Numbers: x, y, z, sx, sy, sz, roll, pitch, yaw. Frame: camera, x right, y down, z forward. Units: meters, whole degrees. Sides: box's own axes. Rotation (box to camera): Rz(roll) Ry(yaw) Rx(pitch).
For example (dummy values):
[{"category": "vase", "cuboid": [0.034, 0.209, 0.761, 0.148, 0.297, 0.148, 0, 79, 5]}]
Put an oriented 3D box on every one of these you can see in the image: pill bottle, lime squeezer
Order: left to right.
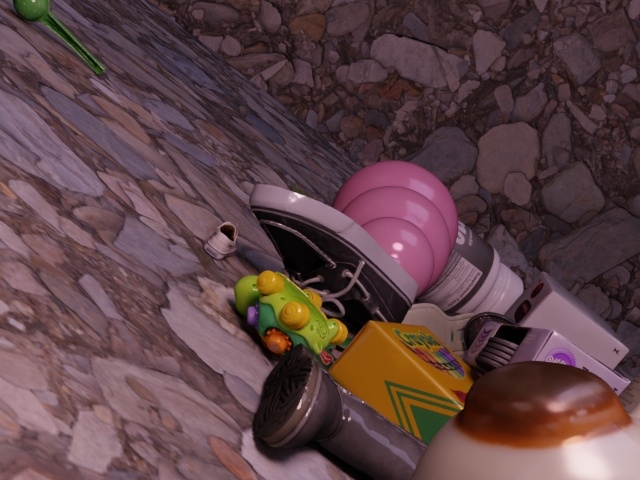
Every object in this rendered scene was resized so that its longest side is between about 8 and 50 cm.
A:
[{"category": "lime squeezer", "cuboid": [-0.439, -0.350, 1.497, 0.310, 0.059, 0.110, 30, 14, -48]}, {"category": "pill bottle", "cuboid": [0.217, 0.040, 1.841, 0.283, 0.161, 0.161, 36, 10, -17]}]

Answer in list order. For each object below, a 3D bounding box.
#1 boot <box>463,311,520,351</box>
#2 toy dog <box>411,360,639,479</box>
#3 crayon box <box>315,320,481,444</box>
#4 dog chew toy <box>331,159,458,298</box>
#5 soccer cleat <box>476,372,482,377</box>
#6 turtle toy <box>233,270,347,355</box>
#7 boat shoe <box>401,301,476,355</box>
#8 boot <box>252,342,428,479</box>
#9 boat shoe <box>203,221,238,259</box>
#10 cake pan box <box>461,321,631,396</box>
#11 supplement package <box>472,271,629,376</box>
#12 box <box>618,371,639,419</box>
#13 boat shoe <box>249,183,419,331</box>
[{"category": "boot", "cuboid": [0.293, 0.228, 1.419, 0.263, 0.091, 0.229, 54, 11, -3]}, {"category": "toy dog", "cuboid": [0.206, 0.269, 0.635, 0.395, 0.285, 0.408, -8, 36, -25]}, {"category": "crayon box", "cuboid": [0.138, 0.189, 1.128, 0.318, 0.081, 0.202, 42, 11, 20]}, {"category": "dog chew toy", "cuboid": [0.107, 0.001, 1.555, 0.206, 0.207, 0.332, 38, 18, -6]}, {"category": "soccer cleat", "cuboid": [0.247, 0.252, 1.264, 0.248, 0.083, 0.095, 39, 18, 9]}, {"category": "turtle toy", "cuboid": [-0.039, 0.074, 1.031, 0.095, 0.066, 0.130, 30, 13, -51]}, {"category": "boat shoe", "cuboid": [0.151, 0.134, 1.499, 0.079, 0.084, 0.233, 3, -6, 34]}, {"category": "boot", "cuboid": [0.045, 0.185, 0.877, 0.208, 0.076, 0.189, 45, 11, -5]}, {"category": "boat shoe", "cuboid": [-0.111, -0.004, 1.209, 0.035, 0.035, 0.100, 39, 10, 1]}, {"category": "cake pan box", "cuboid": [0.302, 0.184, 1.152, 0.267, 0.070, 0.246, 34, -8, -6]}, {"category": "supplement package", "cuboid": [0.357, 0.179, 1.636, 0.149, 0.194, 0.203, 39, 9, 1]}, {"category": "box", "cuboid": [0.279, 0.205, 0.866, 0.121, 0.311, 0.148, 41, 5, 11]}, {"category": "boat shoe", "cuboid": [0.009, 0.039, 1.254, 0.113, 0.105, 0.306, 12, -19, 38]}]
